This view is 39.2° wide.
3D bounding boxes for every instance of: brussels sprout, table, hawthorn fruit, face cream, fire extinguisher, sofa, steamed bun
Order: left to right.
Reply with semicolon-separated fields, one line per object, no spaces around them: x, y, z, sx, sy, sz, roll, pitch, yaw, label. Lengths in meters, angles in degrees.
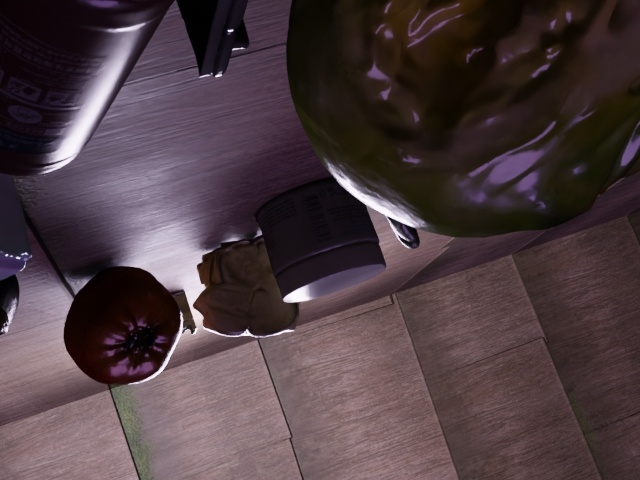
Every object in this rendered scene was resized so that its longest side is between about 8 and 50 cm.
-0.190;-0.132;0.591;0.337;0.135;0.114;-38;-159;55;fire extinguisher
-0.337;0.132;1.471;0.196;0.197;0.225;-13;-163;-33;hawthorn fruit
-0.296;0.157;1.839;0.062;0.083;0.079;-18;170;-14;table
-0.059;-0.182;0.624;0.060;0.085;0.147;-13;167;-17;sofa
-0.133;0.089;1.568;0.192;0.177;0.106;-12;171;-15;steamed bun
0.000;0.000;1.438;0.177;0.153;0.177;-18;167;-4;face cream
0.141;-0.147;0.671;0.344;0.268;0.344;-20;162;-7;brussels sprout

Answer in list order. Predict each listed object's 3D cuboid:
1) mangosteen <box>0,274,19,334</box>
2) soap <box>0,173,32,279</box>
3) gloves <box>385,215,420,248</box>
-0.429;0.079;1.068;0.152;0.152;0.152;-19;169;-4;mangosteen
-0.400;-0.017;0.736;0.208;0.115;0.347;-23;169;18;soap
0.145;-0.085;1.413;0.135;0.107;0.268;-25;154;-17;gloves
